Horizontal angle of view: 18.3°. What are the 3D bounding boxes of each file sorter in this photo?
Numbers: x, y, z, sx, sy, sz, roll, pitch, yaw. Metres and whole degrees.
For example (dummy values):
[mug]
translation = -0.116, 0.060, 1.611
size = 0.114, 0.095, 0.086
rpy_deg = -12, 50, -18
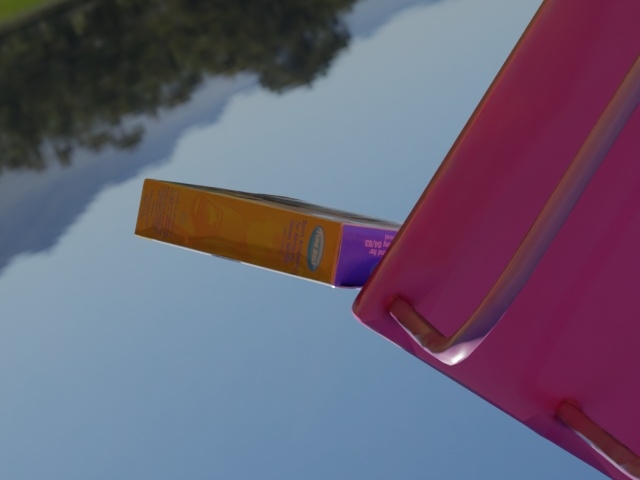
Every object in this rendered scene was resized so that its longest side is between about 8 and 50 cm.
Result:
[file sorter]
translation = 0.190, 0.021, 0.596
size = 0.202, 0.291, 0.182
rpy_deg = -58, -175, 1

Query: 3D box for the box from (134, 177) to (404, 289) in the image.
[box]
translation = 0.000, 0.000, 0.785
size = 0.081, 0.028, 0.136
rpy_deg = 6, -177, -44
